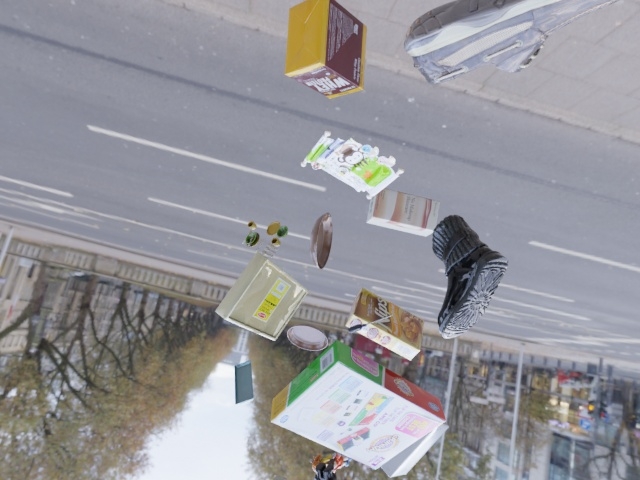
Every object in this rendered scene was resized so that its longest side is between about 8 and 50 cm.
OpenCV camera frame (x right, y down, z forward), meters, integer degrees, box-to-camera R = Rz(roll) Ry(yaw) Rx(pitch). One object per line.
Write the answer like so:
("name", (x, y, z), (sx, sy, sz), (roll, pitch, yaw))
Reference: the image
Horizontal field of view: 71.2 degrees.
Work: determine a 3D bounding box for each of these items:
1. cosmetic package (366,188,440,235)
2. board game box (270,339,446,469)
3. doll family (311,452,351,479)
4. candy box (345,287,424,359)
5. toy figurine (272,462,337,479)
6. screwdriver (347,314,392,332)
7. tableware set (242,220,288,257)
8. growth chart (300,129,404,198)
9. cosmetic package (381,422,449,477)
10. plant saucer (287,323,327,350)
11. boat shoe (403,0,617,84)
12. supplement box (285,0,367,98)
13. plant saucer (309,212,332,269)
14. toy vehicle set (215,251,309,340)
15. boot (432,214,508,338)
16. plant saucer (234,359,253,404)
("cosmetic package", (0.375, -0.130, 2.040), (0.295, 0.153, 0.129), (11, 169, -5))
("board game box", (0.084, 0.385, 1.017), (0.316, 0.242, 0.064), (34, -155, -20))
("doll family", (0.007, 0.929, 1.739), (0.118, 0.263, 0.163), (13, 174, 36))
("candy box", (0.280, 0.354, 1.916), (0.316, 0.183, 0.088), (29, 127, -1))
("toy figurine", (-0.024, 0.678, 1.098), (0.209, 0.148, 0.213), (-8, -175, -18))
("screwdriver", (0.178, 0.299, 1.596), (0.169, 0.025, 0.024), (-18, -177, 13))
("tableware set", (-0.158, -0.018, 1.252), (0.154, 0.104, 0.024), (23, 164, 43))
("growth chart", (0.083, -0.197, 1.163), (0.237, 0.021, 0.172), (26, 143, -10))
("cosmetic package", (0.282, 0.630, 1.452), (0.138, 0.224, 0.225), (42, 178, 32))
("plant saucer", (-0.050, 0.384, 1.799), (0.168, 0.029, 0.169), (8, 136, 8))
("boat shoe", (0.327, -0.371, 0.776), (0.355, 0.132, 0.130), (-4, 138, 35))
("supplement box", (0.019, -0.529, 1.241), (0.129, 0.192, 0.194), (0, 174, 41))
("plant saucer", (0.000, 0.000, 1.548), (0.036, 0.199, 0.198), (7, 167, 15))
("toy vehicle set", (-0.133, 0.148, 1.114), (0.035, 0.166, 0.267), (31, 171, 29))
("boot", (0.436, 0.117, 1.462), (0.131, 0.348, 0.260), (9, -154, -31))
("plant saucer", (-0.273, 0.506, 1.594), (0.067, 0.018, 0.192), (-19, -151, -2))
